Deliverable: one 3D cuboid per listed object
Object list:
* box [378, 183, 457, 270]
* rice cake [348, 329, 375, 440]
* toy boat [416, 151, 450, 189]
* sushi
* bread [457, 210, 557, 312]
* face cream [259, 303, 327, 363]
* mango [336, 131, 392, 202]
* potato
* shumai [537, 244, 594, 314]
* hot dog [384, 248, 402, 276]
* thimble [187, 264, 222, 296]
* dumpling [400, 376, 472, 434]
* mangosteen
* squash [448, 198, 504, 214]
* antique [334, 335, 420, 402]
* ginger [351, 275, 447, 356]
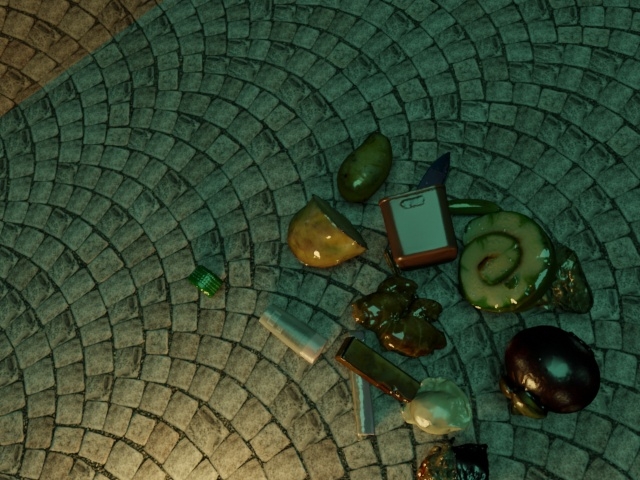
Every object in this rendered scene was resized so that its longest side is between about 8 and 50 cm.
[{"bbox_3d":[0.371,-0.032,1.735,0.239,0.339,0.230,-14,76,13],"label":"box"},{"bbox_3d":[0.150,0.530,1.743,0.070,0.064,0.399,-4,73,-4],"label":"rice cake"},{"bbox_3d":[0.467,-0.250,1.938,0.096,0.062,0.299,28,79,14],"label":"toy boat"},{"bbox_3d":[0.434,0.769,1.557,0.218,0.238,0.225,9,59,13],"label":"sushi"},{"bbox_3d":[0.653,0.073,1.719,0.366,0.129,0.382,-49,47,14],"label":"bread"},{"bbox_3d":[-0.108,0.356,1.820,0.269,0.073,0.107,33,85,15],"label":"face cream"},{"bbox_3d":[0.192,-0.296,1.940,0.176,0.175,0.329,51,63,-22],"label":"mango"},{"bbox_3d":[0.000,0.000,1.844,0.237,0.301,0.289,-45,39,13],"label":"potato"},{"bbox_3d":[0.868,0.159,1.733,0.218,0.189,0.256,-23,87,18],"label":"shumai"},{"bbox_3d":[0.289,0.089,1.875,0.049,0.037,0.122,-16,78,-10],"label":"hot dog"},{"bbox_3d":[-0.465,0.164,1.897,0.130,0.118,0.090,39,77,-3],"label":"thimble"},{"bbox_3d":[0.410,0.580,1.658,0.258,0.147,0.193,-1,61,38],"label":"dumpling"},{"bbox_3d":[0.751,0.457,1.581,0.307,0.307,0.347,44,99,16],"label":"mangosteen"},{"bbox_3d":[0.609,-0.135,1.885,0.252,0.066,0.066,1,74,6],"label":"squash"},{"bbox_3d":[0.207,0.470,1.697,0.310,0.087,0.093,35,69,-3],"label":"antique"},{"bbox_3d":[0.310,0.296,1.757,0.357,0.152,0.274,42,63,15],"label":"ginger"}]
